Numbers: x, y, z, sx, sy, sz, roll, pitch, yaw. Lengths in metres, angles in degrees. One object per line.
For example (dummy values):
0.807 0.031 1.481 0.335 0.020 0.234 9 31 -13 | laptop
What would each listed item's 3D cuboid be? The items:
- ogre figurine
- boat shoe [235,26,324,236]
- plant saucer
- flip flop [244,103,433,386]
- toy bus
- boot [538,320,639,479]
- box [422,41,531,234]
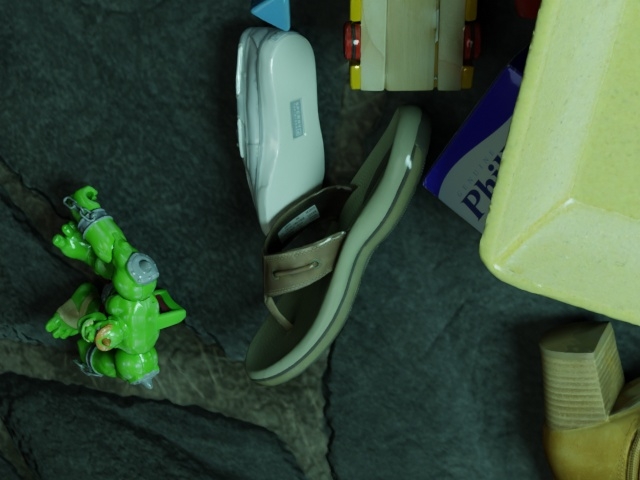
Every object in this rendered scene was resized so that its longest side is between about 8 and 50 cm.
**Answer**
-0.195 0.056 1.232 0.118 0.097 0.197 30 110 37 | ogre figurine
-0.043 -0.088 1.092 0.063 0.066 0.184 25 131 43 | boat shoe
0.292 -0.079 0.795 0.333 0.081 0.332 18 127 12 | plant saucer
0.000 0.000 1.063 0.080 0.112 0.277 21 123 -15 | flip flop
0.064 -0.206 0.941 0.202 0.104 0.191 -41 111 19 | toy bus
0.308 0.166 0.985 0.295 0.104 0.211 0 117 36 | boot
0.168 -0.054 0.970 0.137 0.072 0.126 39 126 7 | box
